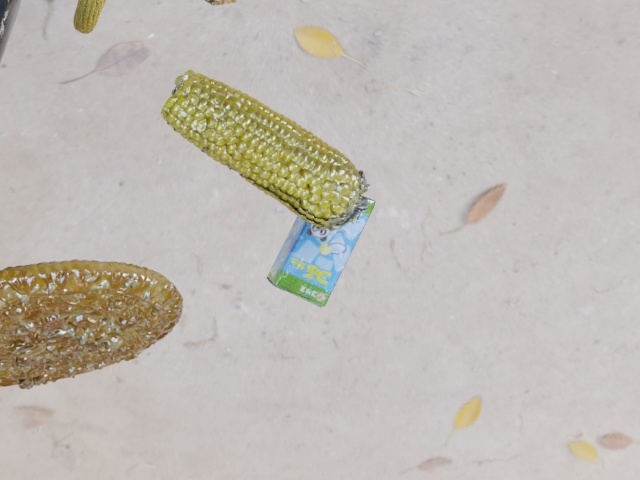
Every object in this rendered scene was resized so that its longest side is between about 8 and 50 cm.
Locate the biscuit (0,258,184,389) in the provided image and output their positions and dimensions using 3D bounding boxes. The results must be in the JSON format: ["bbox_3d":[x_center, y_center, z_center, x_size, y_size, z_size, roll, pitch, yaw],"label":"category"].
[{"bbox_3d":[-0.298,0.103,0.839,0.305,0.305,0.038,-19,66,3],"label":"biscuit"}]

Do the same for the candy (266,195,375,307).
[{"bbox_3d":[0.000,0.000,1.247,0.097,0.062,0.195,26,92,-23],"label":"candy"}]

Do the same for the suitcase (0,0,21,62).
[{"bbox_3d":[-0.574,-0.302,0.966,0.345,0.188,0.339,19,115,-25],"label":"suitcase"}]

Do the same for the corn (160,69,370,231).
[{"bbox_3d":[-0.069,-0.124,1.067,0.317,0.115,0.115,33,104,-13],"label":"corn"}]

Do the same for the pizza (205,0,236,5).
[{"bbox_3d":[-0.223,-0.514,1.587,0.134,0.175,0.046,4,116,-27],"label":"pizza"}]

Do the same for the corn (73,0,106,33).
[{"bbox_3d":[-0.337,-0.338,1.126,0.037,0.037,0.092,31,140,-12],"label":"corn"}]
